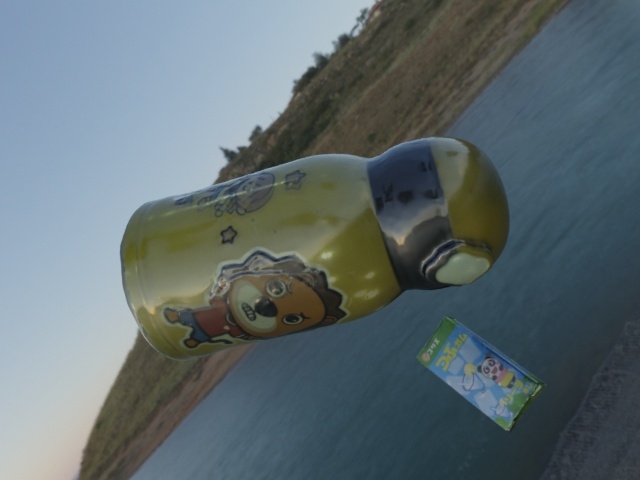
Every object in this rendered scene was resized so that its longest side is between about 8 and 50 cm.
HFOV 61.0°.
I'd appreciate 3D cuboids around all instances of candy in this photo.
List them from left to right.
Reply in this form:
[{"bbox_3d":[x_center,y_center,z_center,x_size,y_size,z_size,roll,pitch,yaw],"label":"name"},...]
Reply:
[{"bbox_3d":[0.271,0.222,0.925,0.062,0.194,0.097,18,-74,-56],"label":"candy"}]

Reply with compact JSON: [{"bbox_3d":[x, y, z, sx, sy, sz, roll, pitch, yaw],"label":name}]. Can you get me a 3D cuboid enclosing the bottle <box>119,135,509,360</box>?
[{"bbox_3d":[0.000,0.000,0.527,0.351,0.171,0.171,-15,12,15],"label":"bottle"}]
